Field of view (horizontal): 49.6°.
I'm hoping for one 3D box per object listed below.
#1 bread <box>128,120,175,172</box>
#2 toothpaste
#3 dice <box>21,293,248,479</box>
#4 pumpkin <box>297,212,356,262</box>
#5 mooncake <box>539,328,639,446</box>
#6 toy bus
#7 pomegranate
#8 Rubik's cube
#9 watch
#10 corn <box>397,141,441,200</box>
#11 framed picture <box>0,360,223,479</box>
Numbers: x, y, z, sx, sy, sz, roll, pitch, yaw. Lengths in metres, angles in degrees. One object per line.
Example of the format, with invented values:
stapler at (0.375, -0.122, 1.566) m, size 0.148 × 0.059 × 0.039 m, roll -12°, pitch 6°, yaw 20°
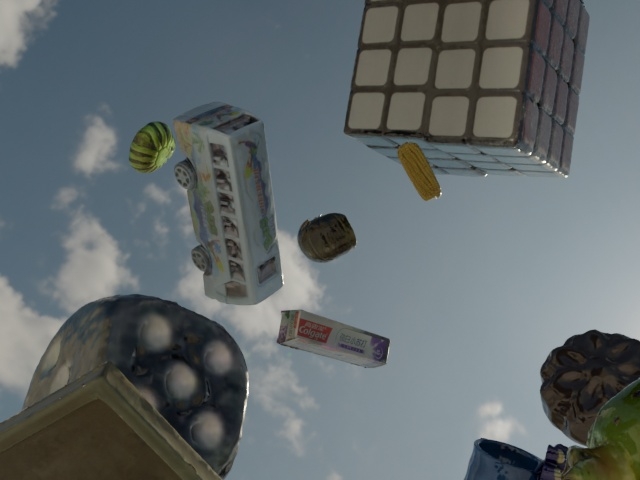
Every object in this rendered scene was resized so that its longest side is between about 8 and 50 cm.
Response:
bread at (-0.394, -0.219, 1.636) m, size 0.071 × 0.130 × 0.139 m, roll 38°, pitch -36°, yaw 9°
toothpaste at (0.023, 0.139, 0.958) m, size 0.040 × 0.047 × 0.196 m, roll -7°, pitch -22°, yaw 43°
dice at (-0.196, 0.174, 0.731) m, size 0.181 × 0.183 × 0.182 m, roll 30°, pitch -43°, yaw -32°
pumpkin at (0.000, 0.000, 1.694) m, size 0.119 × 0.107 × 0.183 m, roll 57°, pitch -21°, yaw -5°
mooncake at (0.659, 0.341, 1.625) m, size 0.282 × 0.283 × 0.141 m, roll 0°, pitch -43°, yaw 24°
toy bus at (-0.140, -0.046, 1.105) m, size 0.135 × 0.109 × 0.330 m, roll 18°, pitch -52°, yaw 34°
pomegranate at (0.407, 0.282, 0.796) m, size 0.340 × 0.260 × 0.261 m, roll -2°, pitch -46°, yaw -21°
Rubik's cube at (0.286, -0.312, 1.310) m, size 0.337 × 0.344 × 0.344 m, roll 7°, pitch -94°, yaw 35°
watch at (0.415, 0.496, 1.471) m, size 0.200 × 0.171 × 0.196 m, roll 15°, pitch -7°, yaw 24°
corn at (0.142, -0.099, 0.996) m, size 0.037 × 0.037 × 0.092 m, roll -29°, pitch -91°, yaw 37°
framed picture at (-0.177, 0.341, 0.662) m, size 0.326 × 0.028 × 0.446 m, roll -29°, pitch -68°, yaw 16°
